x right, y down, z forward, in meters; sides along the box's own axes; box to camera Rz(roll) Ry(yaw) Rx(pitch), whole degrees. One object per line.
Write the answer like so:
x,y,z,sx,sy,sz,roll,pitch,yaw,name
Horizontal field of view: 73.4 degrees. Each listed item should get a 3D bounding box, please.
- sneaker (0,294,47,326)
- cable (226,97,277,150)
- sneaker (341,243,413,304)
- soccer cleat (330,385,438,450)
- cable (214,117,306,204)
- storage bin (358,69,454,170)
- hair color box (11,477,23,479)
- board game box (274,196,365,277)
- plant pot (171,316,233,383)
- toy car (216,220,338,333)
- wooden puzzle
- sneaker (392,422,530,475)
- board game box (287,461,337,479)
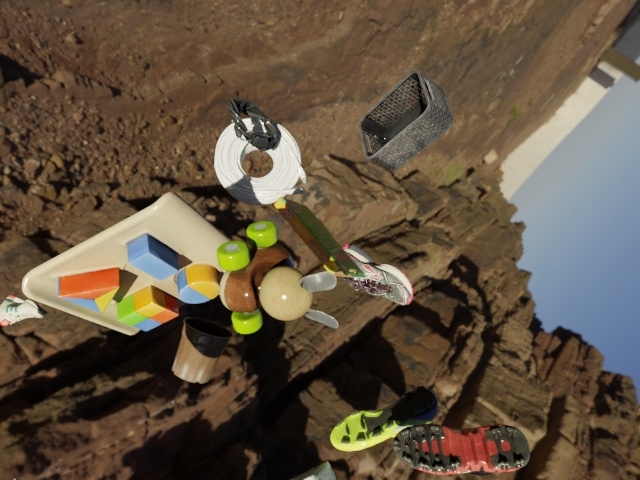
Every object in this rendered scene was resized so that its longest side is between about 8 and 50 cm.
-0.756,0.186,1.074,0.075,0.161,0.057,-62,144,-34,sneaker
-0.185,-0.315,1.162,0.047,0.151,0.184,-34,172,27,cable
0.162,0.130,1.405,0.112,0.299,0.121,-38,147,-43,sneaker
0.165,0.463,1.068,0.288,0.093,0.121,-18,126,-13,soccer cleat
-0.185,-0.235,1.286,0.256,0.257,0.089,-12,176,-8,cable
0.177,-0.250,0.913,0.084,0.122,0.180,18,141,-36,storage bin
-0.336,0.482,0.615,0.185,0.338,0.110,-41,-157,25,hair color box
0.000,0.000,1.033,0.039,0.259,0.124,-50,154,15,board game box
-0.388,0.355,1.379,0.165,0.166,0.167,-68,165,0,plant pot
-0.052,0.073,0.692,0.149,0.188,0.155,-42,135,-47,toy car
-0.357,0.085,0.904,0.347,0.081,0.322,-30,146,5,wooden puzzle
0.293,0.453,0.924,0.275,0.098,0.135,-3,148,4,sneaker
-0.017,0.700,0.961,0.224,0.304,0.097,-34,162,18,board game box
